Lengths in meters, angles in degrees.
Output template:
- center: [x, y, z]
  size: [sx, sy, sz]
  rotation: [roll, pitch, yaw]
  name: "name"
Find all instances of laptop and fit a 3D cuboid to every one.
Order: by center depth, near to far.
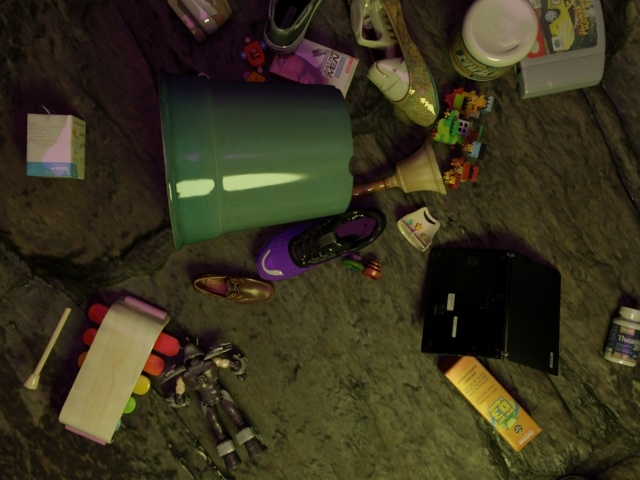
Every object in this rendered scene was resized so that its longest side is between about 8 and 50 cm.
- center: [0.365, 0.148, 1.411]
  size: [0.265, 0.136, 0.234]
  rotation: [1, 68, 21]
  name: "laptop"

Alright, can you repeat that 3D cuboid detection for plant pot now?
- center: [-0.124, -0.163, 1.284]
  size: [0.335, 0.341, 0.340]
  rotation: [-5, 92, -11]
  name: "plant pot"

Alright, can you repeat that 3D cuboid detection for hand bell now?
- center: [0.131, -0.117, 1.403]
  size: [0.242, 0.126, 0.126]
  rotation: [-18, 92, 10]
  name: "hand bell"

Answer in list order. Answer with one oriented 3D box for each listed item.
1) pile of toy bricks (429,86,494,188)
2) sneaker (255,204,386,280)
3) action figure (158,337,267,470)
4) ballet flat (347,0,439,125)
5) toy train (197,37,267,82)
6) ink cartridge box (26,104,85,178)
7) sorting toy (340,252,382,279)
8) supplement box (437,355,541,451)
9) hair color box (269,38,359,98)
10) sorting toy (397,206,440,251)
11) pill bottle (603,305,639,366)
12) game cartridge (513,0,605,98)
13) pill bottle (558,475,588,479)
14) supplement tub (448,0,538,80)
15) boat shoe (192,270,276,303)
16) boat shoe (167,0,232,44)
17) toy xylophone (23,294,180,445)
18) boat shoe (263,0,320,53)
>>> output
- center: [0.278, -0.219, 1.381]
  size: [0.105, 0.118, 0.212]
  rotation: [13, 91, -10]
  name: "pile of toy bricks"
- center: [0.000, -0.001, 1.365]
  size: [0.294, 0.146, 0.102]
  rotation: [-24, 93, -2]
  name: "sneaker"
- center: [-0.221, 0.333, 1.396]
  size: [0.185, 0.099, 0.284]
  rotation: [-27, 89, 6]
  name: "action figure"
- center: [0.134, -0.391, 1.369]
  size: [0.123, 0.123, 0.348]
  rotation: [-18, 88, -2]
  name: "ballet flat"
- center: [-0.171, -0.342, 1.403]
  size: [0.166, 0.046, 0.125]
  rotation: [-29, 74, 5]
  name: "toy train"
- center: [-0.539, -0.200, 1.366]
  size: [0.090, 0.092, 0.143]
  rotation: [2, 92, -3]
  name: "ink cartridge box"
- center: [0.089, 0.047, 1.414]
  size: [0.102, 0.061, 0.042]
  rotation: [29, 75, -30]
  name: "sorting toy"
- center: [0.360, 0.335, 1.423]
  size: [0.078, 0.080, 0.233]
  rotation: [-44, 94, 0]
  name: "supplement box"
- center: [-0.013, -0.362, 1.402]
  size: [0.167, 0.053, 0.093]
  rotation: [20, 91, -1]
  name: "hair color box"
- center: [0.214, -0.031, 1.427]
  size: [0.075, 0.045, 0.083]
  rotation: [-41, 92, -8]
  name: "sorting toy"
- center: [0.657, 0.204, 1.435]
  size: [0.067, 0.067, 0.120]
  rotation: [14, 91, -2]
  name: "pill bottle"
- center: [0.497, -0.463, 1.420]
  size: [0.196, 0.060, 0.294]
  rotation: [-12, 92, -6]
  name: "game cartridge"
- center: [0.558, 0.576, 1.371]
  size: [0.118, 0.208, 0.117]
  rotation: [0, 92, -2]
  name: "pill bottle"
- center: [0.338, -0.402, 1.338]
  size: [0.145, 0.199, 0.144]
  rotation: [0, 92, 0]
  name: "supplement tub"
- center: [-0.183, 0.102, 1.404]
  size: [0.178, 0.060, 0.064]
  rotation: [8, 91, -2]
  name: "boat shoe"
- center: [-0.303, -0.555, 1.363]
  size: [0.103, 0.113, 0.302]
  rotation: [-38, 103, -2]
  name: "boat shoe"
- center: [-0.456, 0.259, 1.388]
  size: [0.236, 0.081, 0.322]
  rotation: [33, 90, -3]
  name: "toy xylophone"
- center: [-0.038, -0.528, 1.347]
  size: [0.108, 0.102, 0.301]
  rotation: [23, 75, -2]
  name: "boat shoe"
